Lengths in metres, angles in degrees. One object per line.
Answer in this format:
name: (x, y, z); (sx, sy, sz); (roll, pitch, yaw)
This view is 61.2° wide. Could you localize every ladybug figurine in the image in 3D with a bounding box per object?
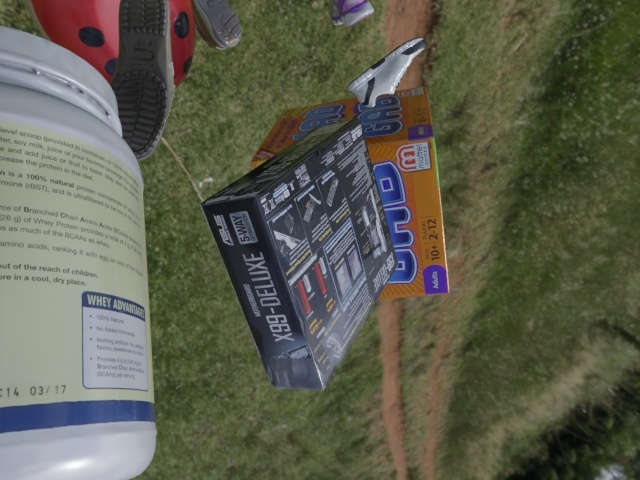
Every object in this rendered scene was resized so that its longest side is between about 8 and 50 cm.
ladybug figurine: (-0.386, -0.448, 1.070); (0.305, 0.162, 0.449); (-41, 150, -9)

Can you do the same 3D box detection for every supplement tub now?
supplement tub: (-0.256, 0.029, 0.417); (0.236, 0.324, 0.235); (-8, 161, -3)

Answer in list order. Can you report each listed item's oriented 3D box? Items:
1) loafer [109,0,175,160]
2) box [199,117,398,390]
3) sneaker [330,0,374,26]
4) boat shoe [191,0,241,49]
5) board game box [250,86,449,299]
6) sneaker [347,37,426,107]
loafer: (-0.281, -0.261, 0.872); (0.092, 0.102, 0.268); (-117, -142, -82)
box: (0.000, 0.000, 0.704); (0.307, 0.077, 0.242); (-49, 127, -53)
sneaker: (0.066, -0.617, 1.387); (0.095, 0.236, 0.104); (-30, 113, 4)
boat shoe: (-0.338, -0.678, 1.486); (0.123, 0.116, 0.324); (-35, 112, -36)
board game box: (0.090, -0.107, 1.242); (0.357, 0.356, 0.356); (-6, 119, 12)
sneaker: (0.086, -0.205, 0.662); (0.109, 0.043, 0.040); (-37, -170, 7)
